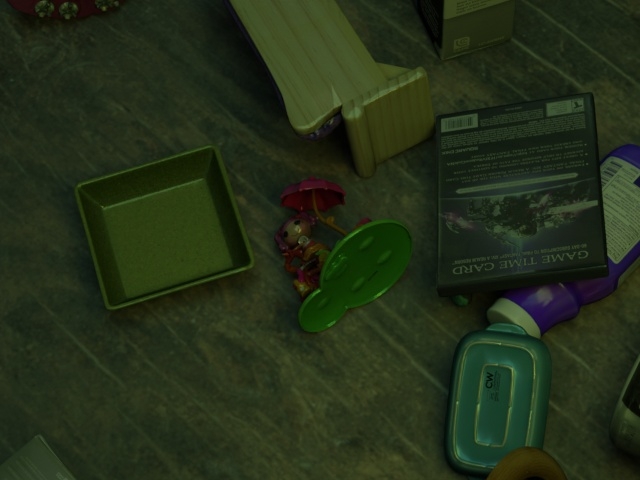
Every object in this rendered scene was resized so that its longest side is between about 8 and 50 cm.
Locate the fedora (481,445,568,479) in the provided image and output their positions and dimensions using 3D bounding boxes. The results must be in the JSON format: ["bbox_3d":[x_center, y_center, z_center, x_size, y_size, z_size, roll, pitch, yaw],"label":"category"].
[{"bbox_3d":[0.194,0.314,1.647,0.079,0.194,0.194,-1,53,47],"label":"fedora"}]

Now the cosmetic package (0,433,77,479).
[{"bbox_3d":[-0.359,0.339,1.667,0.238,0.127,0.107,-37,65,-17],"label":"cosmetic package"}]

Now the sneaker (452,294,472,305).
[{"bbox_3d":[0.198,0.004,1.850,0.076,0.065,0.166,11,64,6],"label":"sneaker"}]

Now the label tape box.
[{"bbox_3d":[0.160,-0.433,1.929,0.115,0.347,0.249,-18,61,-6],"label":"label tape box"}]

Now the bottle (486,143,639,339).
[{"bbox_3d":[0.312,0.012,1.818,0.118,0.092,0.283,37,70,23],"label":"bottle"}]

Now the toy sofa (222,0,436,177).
[{"bbox_3d":[-0.014,-0.257,1.958,0.177,0.150,0.362,-28,63,-6],"label":"toy sofa"}]

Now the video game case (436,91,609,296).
[{"bbox_3d":[0.234,-0.058,1.820,0.196,0.026,0.274,-8,50,14],"label":"video game case"}]

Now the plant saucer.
[{"bbox_3d":[-0.191,-0.009,1.893,0.188,0.045,0.188,-17,62,-5],"label":"plant saucer"}]

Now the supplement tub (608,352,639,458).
[{"bbox_3d":[0.487,0.201,1.643,0.316,0.193,0.193,27,66,17],"label":"supplement tub"}]

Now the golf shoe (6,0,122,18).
[{"bbox_3d":[-0.290,-0.394,2.088,0.306,0.115,0.140,-18,51,-13],"label":"golf shoe"}]

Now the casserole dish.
[{"bbox_3d":[0.196,0.184,1.722,0.114,0.037,0.188,6,85,14],"label":"casserole dish"}]

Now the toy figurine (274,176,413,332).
[{"bbox_3d":[0.000,0.000,1.856,0.173,0.130,0.159,-47,51,6],"label":"toy figurine"}]
